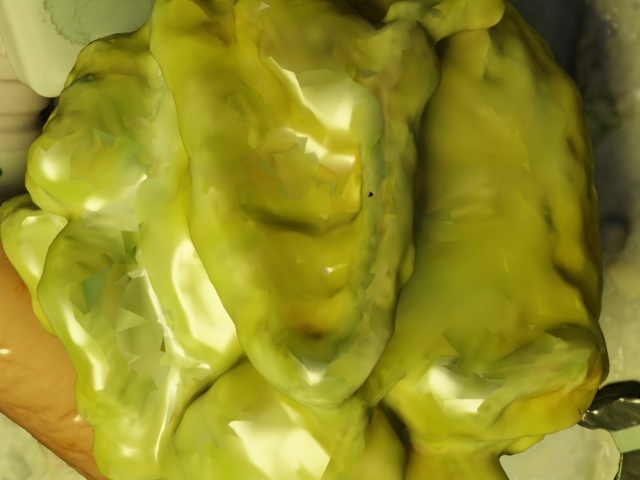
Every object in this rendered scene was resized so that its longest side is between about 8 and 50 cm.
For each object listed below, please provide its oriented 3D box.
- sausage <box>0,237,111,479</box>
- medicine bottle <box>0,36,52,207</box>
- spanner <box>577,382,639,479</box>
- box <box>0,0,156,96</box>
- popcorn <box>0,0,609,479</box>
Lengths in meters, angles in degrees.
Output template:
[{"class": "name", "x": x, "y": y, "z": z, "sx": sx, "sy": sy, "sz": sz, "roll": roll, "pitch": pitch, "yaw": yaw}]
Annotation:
[{"class": "sausage", "x": -0.117, "y": 0.084, "z": 0.956, "sx": 0.086, "sy": 0.086, "sz": 0.289, "roll": -38, "pitch": 118, "yaw": 19}, {"class": "medicine bottle", "x": -0.225, "y": -0.041, "z": 0.993, "sx": 0.133, "sy": 0.133, "sz": 0.250, "roll": 18, "pitch": 104, "yaw": 12}, {"class": "spanner", "x": 0.268, "y": 0.185, "z": 0.952, "sx": 0.316, "sy": 0.024, "sz": 0.087, "roll": 31, "pitch": 109, "yaw": 7}, {"class": "box", "x": -0.125, "y": -0.214, "z": 0.870, "sx": 0.044, "sy": 0.142, "sz": 0.285, "roll": 32, "pitch": 147, "yaw": 38}, {"class": "popcorn", "x": -0.007, "y": -0.006, "z": 0.839, "sx": 0.312, "sy": 0.312, "sz": 0.312, "roll": 3, "pitch": 101, "yaw": 16}]
